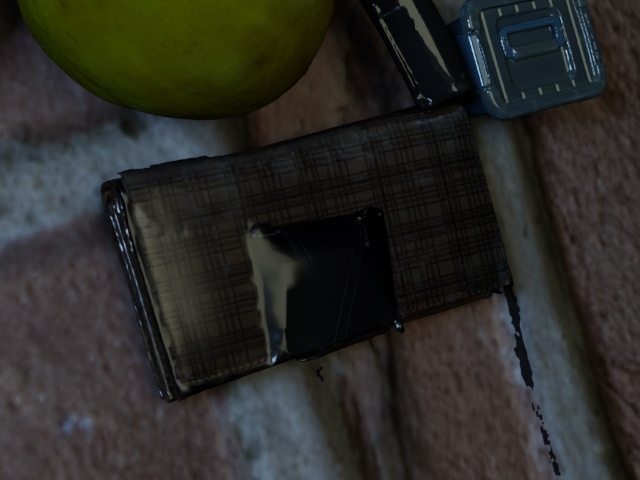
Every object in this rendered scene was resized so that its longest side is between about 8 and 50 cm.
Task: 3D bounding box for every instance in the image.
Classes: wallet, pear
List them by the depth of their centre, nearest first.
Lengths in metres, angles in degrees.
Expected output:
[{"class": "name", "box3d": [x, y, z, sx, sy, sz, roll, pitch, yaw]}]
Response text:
[{"class": "pear", "box3d": [-0.070, -0.132, 0.698, 0.162, 0.149, 0.149, 25, 69, -47]}, {"class": "wallet", "box3d": [0.000, 0.000, 0.782, 0.230, 0.042, 0.124, -16, 88, -34]}]

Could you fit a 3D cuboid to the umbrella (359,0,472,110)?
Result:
[{"class": "umbrella", "box3d": [-0.008, -0.226, 0.777, 0.118, 0.118, 0.340, -34, 100, -31]}]

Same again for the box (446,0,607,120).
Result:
[{"class": "box", "box3d": [0.116, -0.111, 0.863, 0.099, 0.054, 0.074, -16, 92, -32]}]
